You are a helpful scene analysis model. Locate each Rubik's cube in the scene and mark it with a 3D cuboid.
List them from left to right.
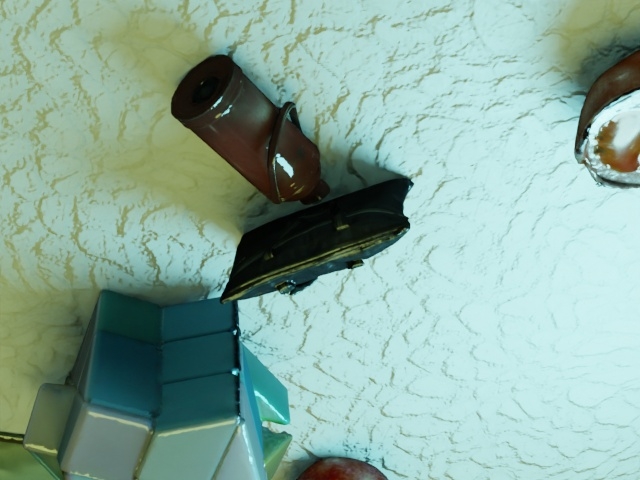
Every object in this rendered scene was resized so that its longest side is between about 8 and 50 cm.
[{"bbox_3d":[-0.213,0.279,1.456,0.358,0.387,0.368,17,117,-13],"label":"Rubik's cube"}]

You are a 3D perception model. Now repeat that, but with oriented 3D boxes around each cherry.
[{"bbox_3d":[0.045,0.493,1.813,0.206,0.239,0.239,-2,134,-13],"label":"cherry"}]

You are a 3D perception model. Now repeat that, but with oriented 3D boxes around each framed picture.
[{"bbox_3d":[-0.481,0.390,1.762,0.173,0.010,0.231,13,130,-22],"label":"framed picture"}]

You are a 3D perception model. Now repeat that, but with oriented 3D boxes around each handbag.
[{"bbox_3d":[0.000,0.000,1.355,0.254,0.211,0.089,-22,103,11],"label":"handbag"}]

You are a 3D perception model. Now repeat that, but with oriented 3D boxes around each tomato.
[{"bbox_3d":[0.412,-0.163,1.332,0.228,0.112,0.199,-8,142,-5],"label":"tomato"}]

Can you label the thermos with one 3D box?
[{"bbox_3d":[-0.072,-0.114,1.299,0.124,0.099,0.232,-5,146,38],"label":"thermos"}]
